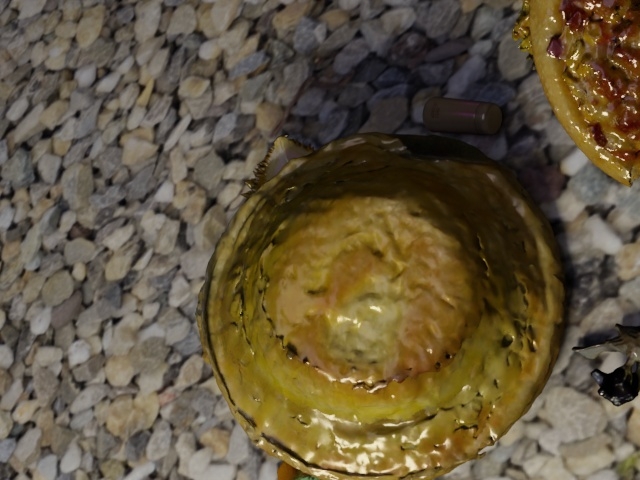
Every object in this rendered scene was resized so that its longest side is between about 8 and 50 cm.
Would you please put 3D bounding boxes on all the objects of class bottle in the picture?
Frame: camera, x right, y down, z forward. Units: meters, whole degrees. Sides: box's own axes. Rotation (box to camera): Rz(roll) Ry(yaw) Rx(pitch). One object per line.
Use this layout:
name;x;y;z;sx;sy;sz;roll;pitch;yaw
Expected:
bottle;0.175;-0.153;1.943;0.096;0.045;0.045;9;85;40

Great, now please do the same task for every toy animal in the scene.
toy animal;0.364;0.114;1.707;0.202;0.070;0.105;-34;41;34

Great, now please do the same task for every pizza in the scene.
pizza;0.350;-0.206;1.731;0.229;0.081;0.289;-17;92;19

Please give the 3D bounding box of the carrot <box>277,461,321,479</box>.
carrot;0.058;0.260;1.926;0.260;0.070;0.070;-27;63;31

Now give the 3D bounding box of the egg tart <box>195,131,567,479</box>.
egg tart;0.062;0.063;1.809;0.443;0.178;0.443;-3;72;9

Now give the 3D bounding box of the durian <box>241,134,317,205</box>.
durian;-0.008;0.003;2.008;0.138;0.183;0.249;133;133;-68

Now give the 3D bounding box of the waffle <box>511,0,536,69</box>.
waffle;0.313;-0.289;1.848;0.197;0.070;0.193;3;81;43
